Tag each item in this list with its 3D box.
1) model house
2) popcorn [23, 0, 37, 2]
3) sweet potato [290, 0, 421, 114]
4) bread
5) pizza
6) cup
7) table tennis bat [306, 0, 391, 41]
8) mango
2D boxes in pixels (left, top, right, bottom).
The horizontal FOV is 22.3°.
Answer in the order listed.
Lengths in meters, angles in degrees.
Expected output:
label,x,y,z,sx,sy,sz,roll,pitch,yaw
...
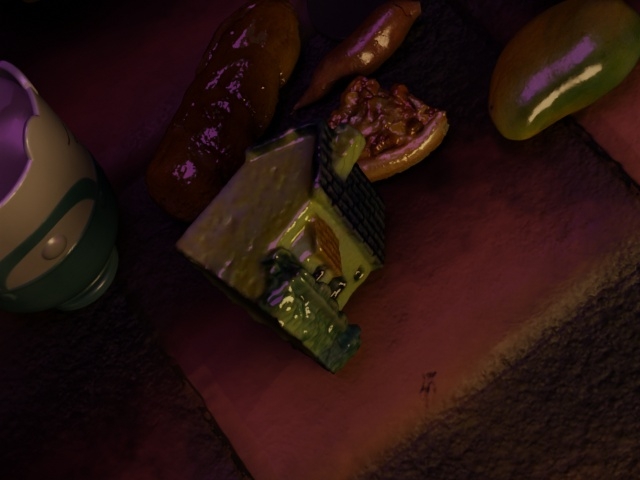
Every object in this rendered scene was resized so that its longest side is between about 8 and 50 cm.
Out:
label,x,y,z,sx,sy,sz,roll,pitch,yaw
model house,0.000,0.000,1.662,0.170,0.194,0.211,31,79,36
popcorn,-0.408,-0.428,2.080,0.264,0.225,0.332,-17,35,0
sweet potato,0.038,-0.210,1.857,0.195,0.056,0.056,-38,54,6
bread,-0.103,-0.177,1.875,0.124,0.084,0.344,14,68,28
pizza,0.051,-0.126,1.803,0.175,0.046,0.134,-26,56,8
cup,-0.376,-0.065,1.822,0.219,0.258,0.289,-47,55,-8
table tennis bat,0.046,-0.344,1.945,0.138,0.022,0.247,-11,60,18
mango,0.255,-0.193,1.731,0.191,0.085,0.122,-30,58,4
